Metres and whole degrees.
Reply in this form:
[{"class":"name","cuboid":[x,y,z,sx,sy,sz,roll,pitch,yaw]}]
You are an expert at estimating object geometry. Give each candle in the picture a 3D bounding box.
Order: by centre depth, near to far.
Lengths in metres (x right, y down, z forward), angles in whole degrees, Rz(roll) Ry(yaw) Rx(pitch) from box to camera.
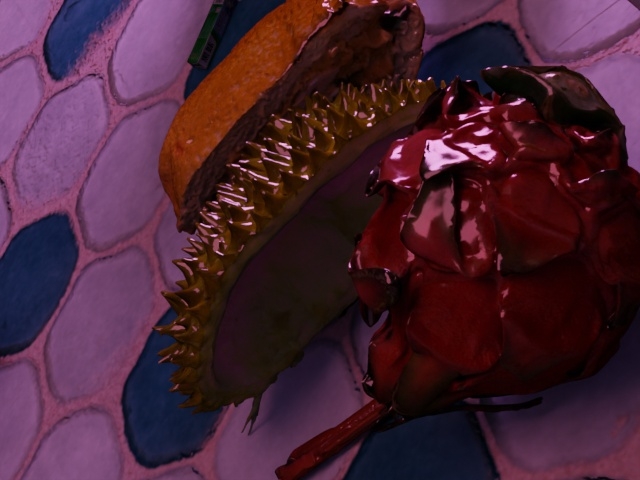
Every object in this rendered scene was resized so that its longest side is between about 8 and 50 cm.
[{"class":"candle","cuboid":[0.027,0.147,1.289,0.167,0.021,0.026,-38,43,25]}]

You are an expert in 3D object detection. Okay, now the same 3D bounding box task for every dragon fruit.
[{"class":"dragon fruit","cuboid":[0.116,0.016,1.143,0.293,0.234,0.234,-54,36,29]}]

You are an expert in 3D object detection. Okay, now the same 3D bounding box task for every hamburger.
[{"class":"hamburger","cuboid":[-0.024,-0.120,1.429,0.283,0.144,0.156,-49,29,11]}]

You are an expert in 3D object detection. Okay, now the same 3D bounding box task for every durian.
[{"class":"durian","cuboid":[-0.009,-0.002,1.294,0.355,0.169,0.157,-50,16,8]}]

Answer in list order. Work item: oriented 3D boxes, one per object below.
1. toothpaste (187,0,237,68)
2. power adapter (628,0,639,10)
[{"class":"toothpaste","cuboid":[-0.113,-0.219,1.687,0.020,0.017,0.083,10,74,47]},{"class":"power adapter","cuboid":[0.272,-0.219,1.078,0.124,0.255,0.187,-24,50,40]}]
